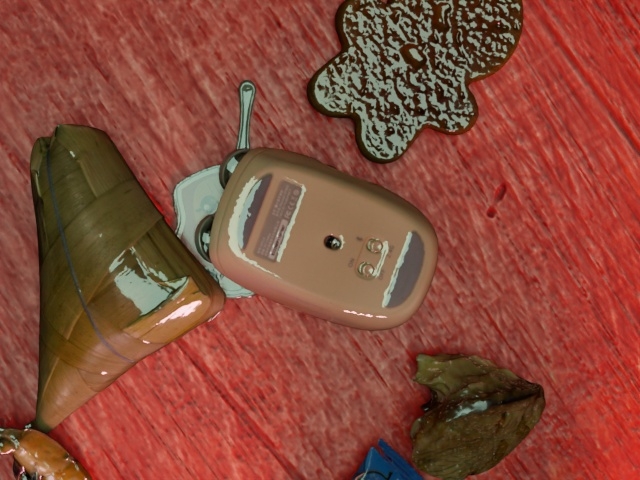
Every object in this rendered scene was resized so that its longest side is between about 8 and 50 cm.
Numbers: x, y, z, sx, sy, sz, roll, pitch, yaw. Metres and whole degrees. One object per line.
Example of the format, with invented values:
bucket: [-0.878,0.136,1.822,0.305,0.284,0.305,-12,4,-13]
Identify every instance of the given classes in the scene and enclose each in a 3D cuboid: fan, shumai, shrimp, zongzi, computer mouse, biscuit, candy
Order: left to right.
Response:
shrimp: [-0.345,0.280,1.210,0.262,0.051,0.198,-33,107,-10]
zongzi: [-0.246,0.040,1.221,0.256,0.115,0.228,-39,82,21]
fan: [-0.081,-0.051,1.263,0.132,0.009,0.220,5,92,-7]
computer mouse: [0.000,0.000,1.233,0.236,0.082,0.145,20,87,-14]
candy: [0.041,0.272,1.278,0.136,0.038,0.088,-43,109,4]
biscuit: [0.101,-0.188,1.262,0.236,0.039,0.180,-44,94,-3]
shumai: [0.156,0.171,1.269,0.139,0.105,0.123,-5,137,3]
